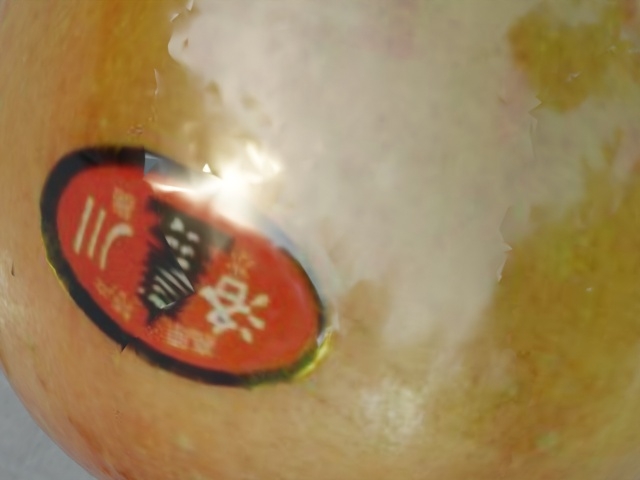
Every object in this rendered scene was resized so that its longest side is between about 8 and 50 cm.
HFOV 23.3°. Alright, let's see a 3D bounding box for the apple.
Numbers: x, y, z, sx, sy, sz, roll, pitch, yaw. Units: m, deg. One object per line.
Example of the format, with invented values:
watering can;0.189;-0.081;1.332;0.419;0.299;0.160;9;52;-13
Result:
apple;0.033;-0.050;0.594;0.338;0.305;0.338;10;16;-3
